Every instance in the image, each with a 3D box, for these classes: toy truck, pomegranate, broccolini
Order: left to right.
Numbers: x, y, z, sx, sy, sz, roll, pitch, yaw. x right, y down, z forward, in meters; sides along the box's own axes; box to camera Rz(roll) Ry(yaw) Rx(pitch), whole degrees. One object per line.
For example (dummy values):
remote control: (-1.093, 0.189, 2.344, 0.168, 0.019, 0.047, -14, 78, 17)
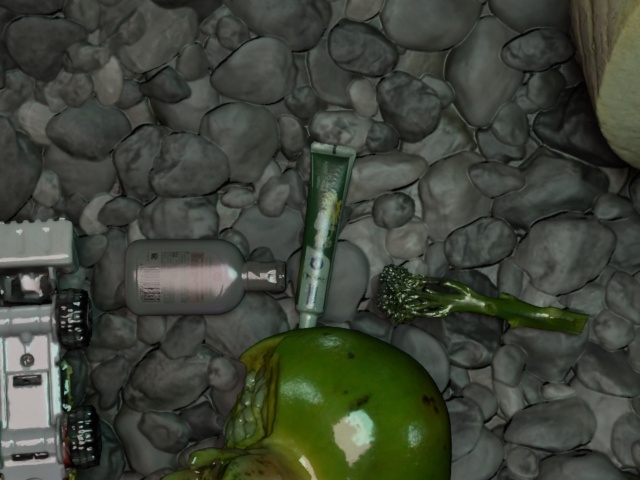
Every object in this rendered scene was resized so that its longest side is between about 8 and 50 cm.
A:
toy truck: (-0.290, 0.124, 1.082, 0.136, 0.111, 0.286, -3, 84, -7)
pomegranate: (-0.009, 0.200, 0.974, 0.236, 0.302, 0.236, 4, 100, 26)
broccolini: (0.162, 0.075, 1.096, 0.216, 0.067, 0.058, 14, 90, -5)

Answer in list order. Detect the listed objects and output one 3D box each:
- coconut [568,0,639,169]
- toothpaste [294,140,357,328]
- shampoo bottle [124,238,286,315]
coconut: (0.384, -0.186, 0.964, 0.329, 0.329, 0.328, 0, 86, 3)
toothpaste: (0.000, 0.000, 1.116, 0.049, 0.031, 0.204, 8, 85, 2)
shampoo bottle: (-0.118, 0.037, 1.114, 0.165, 0.040, 0.080, -1, 85, 2)
